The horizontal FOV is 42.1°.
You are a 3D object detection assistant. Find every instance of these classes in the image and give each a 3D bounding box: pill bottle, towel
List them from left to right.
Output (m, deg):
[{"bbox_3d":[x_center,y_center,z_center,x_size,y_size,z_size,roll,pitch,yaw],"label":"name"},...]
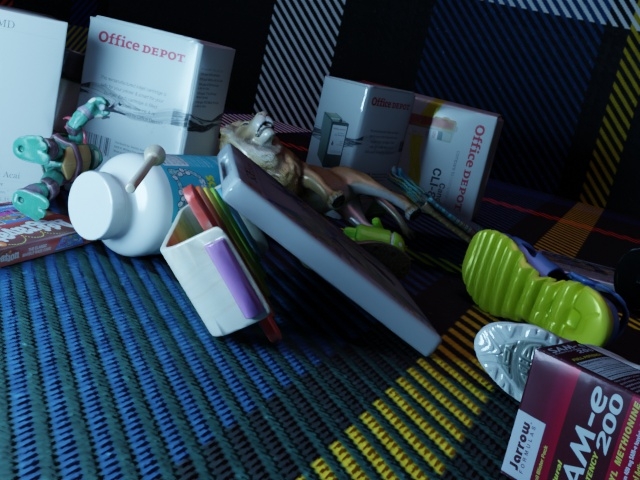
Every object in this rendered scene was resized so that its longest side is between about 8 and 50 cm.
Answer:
[{"bbox_3d":[-0.226,-0.052,1.199,0.146,0.146,0.264,22,16,34],"label":"pill bottle"},{"bbox_3d":[0.271,-0.036,1.644,0.271,0.040,0.370,35,7,-12],"label":"towel"},{"bbox_3d":[0.674,0.082,1.566,0.219,0.122,0.123,7,14,-26],"label":"pill bottle"}]

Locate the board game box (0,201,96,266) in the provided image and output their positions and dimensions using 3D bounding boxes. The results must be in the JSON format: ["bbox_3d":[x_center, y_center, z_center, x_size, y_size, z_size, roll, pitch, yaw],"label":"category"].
[{"bbox_3d":[-0.427,-0.008,1.081,0.145,0.027,0.281,18,13,14],"label":"board game box"}]

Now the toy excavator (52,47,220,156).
[{"bbox_3d":[-0.456,-0.268,1.828,0.433,0.222,0.445,19,6,21],"label":"toy excavator"}]

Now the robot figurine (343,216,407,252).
[{"bbox_3d":[0.092,0.011,1.417,0.115,0.067,0.101,13,40,-3],"label":"robot figurine"}]

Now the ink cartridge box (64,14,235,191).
[{"bbox_3d":[-0.297,-0.211,1.444,0.223,0.307,0.129,18,14,20],"label":"ink cartridge box"}]

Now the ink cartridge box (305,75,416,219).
[{"bbox_3d":[0.081,-0.203,1.826,0.121,0.289,0.211,21,15,32],"label":"ink cartridge box"}]

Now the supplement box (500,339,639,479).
[{"bbox_3d":[0.279,0.190,0.693,0.073,0.130,0.239,0,17,-43],"label":"supplement box"}]

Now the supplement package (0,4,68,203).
[{"bbox_3d":[-0.512,-0.215,1.285,0.177,0.293,0.175,5,15,-29],"label":"supplement package"}]

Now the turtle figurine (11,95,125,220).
[{"bbox_3d":[-0.359,-0.114,1.222,0.118,0.175,0.234,-7,13,19],"label":"turtle figurine"}]

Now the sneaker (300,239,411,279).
[{"bbox_3d":[0.052,0.021,1.339,0.188,0.066,0.071,9,12,-17],"label":"sneaker"}]

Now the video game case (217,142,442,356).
[{"bbox_3d":[0.000,0.000,1.126,0.329,0.036,0.300,39,6,-16],"label":"video game case"}]

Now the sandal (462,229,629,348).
[{"bbox_3d":[0.345,0.082,1.280,0.138,0.126,0.317,8,22,-36],"label":"sandal"}]

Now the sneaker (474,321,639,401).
[{"bbox_3d":[0.287,0.155,0.991,0.232,0.090,0.115,22,6,-2],"label":"sneaker"}]

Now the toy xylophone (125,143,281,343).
[{"bbox_3d":[-0.136,-0.008,1.015,0.081,0.236,0.322,-28,22,3],"label":"toy xylophone"}]

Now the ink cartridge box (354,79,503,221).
[{"bbox_3d":[0.239,-0.228,2.109,0.385,0.279,0.160,16,14,13],"label":"ink cartridge box"}]

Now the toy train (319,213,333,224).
[{"bbox_3d":[-0.046,-0.055,1.564,0.166,0.046,0.125,4,37,-39],"label":"toy train"}]

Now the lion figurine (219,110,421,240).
[{"bbox_3d":[0.000,-0.096,1.514,0.392,0.142,0.240,19,20,-50],"label":"lion figurine"}]

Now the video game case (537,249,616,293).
[{"bbox_3d":[0.547,0.069,1.725,0.201,0.023,0.183,15,13,14],"label":"video game case"}]
